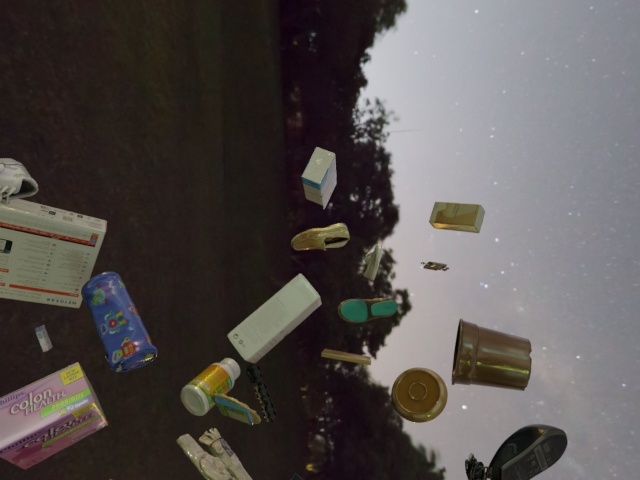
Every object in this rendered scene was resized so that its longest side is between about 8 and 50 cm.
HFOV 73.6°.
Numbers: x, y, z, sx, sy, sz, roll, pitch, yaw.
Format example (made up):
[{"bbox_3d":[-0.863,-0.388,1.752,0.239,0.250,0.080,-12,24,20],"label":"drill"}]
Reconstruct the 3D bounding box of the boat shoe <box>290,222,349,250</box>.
[{"bbox_3d":[0.000,0.000,1.364,0.068,0.190,0.072,71,1,-51],"label":"boat shoe"}]

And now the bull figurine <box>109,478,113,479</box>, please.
[{"bbox_3d":[-0.317,0.513,0.671,0.188,0.311,0.101,-8,112,-65],"label":"bull figurine"}]

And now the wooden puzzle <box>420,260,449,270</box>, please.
[{"bbox_3d":[0.313,0.071,1.166,0.049,0.083,0.006,106,-7,-68],"label":"wooden puzzle"}]

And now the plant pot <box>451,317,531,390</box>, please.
[{"bbox_3d":[0.418,0.287,1.052,0.167,0.165,0.166,7,90,-74],"label":"plant pot"}]

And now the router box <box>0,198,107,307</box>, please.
[{"bbox_3d":[-0.864,0.039,1.282,0.301,0.336,0.082,-61,-146,19],"label":"router box"}]

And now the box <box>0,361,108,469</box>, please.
[{"bbox_3d":[-0.690,0.452,1.095,0.117,0.214,0.243,52,-34,22],"label":"box"}]

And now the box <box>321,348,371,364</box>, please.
[{"bbox_3d":[0.109,0.478,1.759,0.164,0.201,0.021,60,39,-79],"label":"box"}]

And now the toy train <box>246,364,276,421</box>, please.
[{"bbox_3d":[-0.145,0.372,1.037,0.027,0.036,0.158,-36,113,-56],"label":"toy train"}]

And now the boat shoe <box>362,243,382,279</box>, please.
[{"bbox_3d":[0.211,0.085,1.756,0.184,0.063,0.066,96,14,-45],"label":"boat shoe"}]

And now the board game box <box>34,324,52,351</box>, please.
[{"bbox_3d":[-0.995,0.351,1.537,0.090,0.020,0.090,-15,-84,65],"label":"board game box"}]

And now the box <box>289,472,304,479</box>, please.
[{"bbox_3d":[-0.050,0.680,1.015,0.158,0.156,0.093,-61,166,14],"label":"box"}]

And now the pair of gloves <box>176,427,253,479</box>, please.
[{"bbox_3d":[-0.267,0.584,1.134,0.204,0.042,0.240,40,-10,22],"label":"pair of gloves"}]

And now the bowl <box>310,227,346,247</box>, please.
[{"bbox_3d":[0.034,-0.008,1.738,0.142,0.142,0.053,-136,-135,-67],"label":"bowl"}]

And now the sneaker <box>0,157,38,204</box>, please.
[{"bbox_3d":[-0.688,-0.121,0.895,0.091,0.094,0.258,40,11,-10],"label":"sneaker"}]

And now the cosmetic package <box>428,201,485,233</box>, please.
[{"bbox_3d":[0.324,-0.056,1.019,0.041,0.115,0.060,36,68,-46],"label":"cosmetic package"}]

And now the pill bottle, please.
[{"bbox_3d":[-0.448,0.599,1.785,0.246,0.137,0.136,-34,124,-57],"label":"pill bottle"}]

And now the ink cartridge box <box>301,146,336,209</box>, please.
[{"bbox_3d":[-0.001,-0.174,1.240,0.180,0.060,0.104,81,33,-70],"label":"ink cartridge box"}]

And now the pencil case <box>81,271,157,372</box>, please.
[{"bbox_3d":[-0.592,0.241,1.245,0.306,0.133,0.119,54,-8,23],"label":"pencil case"}]

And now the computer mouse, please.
[{"bbox_3d":[0.465,0.523,1.034,0.188,0.272,0.072,67,-9,-24],"label":"computer mouse"}]

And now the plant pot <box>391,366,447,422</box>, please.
[{"bbox_3d":[0.405,0.632,1.777,0.236,0.236,0.032,-99,165,-45],"label":"plant pot"}]

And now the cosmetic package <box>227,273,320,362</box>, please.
[{"bbox_3d":[-0.107,0.195,1.065,0.085,0.231,0.117,48,-10,15],"label":"cosmetic package"}]

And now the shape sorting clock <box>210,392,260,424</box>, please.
[{"bbox_3d":[-0.313,0.622,1.585,0.206,0.206,0.040,89,19,-50],"label":"shape sorting clock"}]

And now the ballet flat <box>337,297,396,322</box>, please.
[{"bbox_3d":[0.204,0.329,2.054,0.124,0.343,0.116,-12,-97,59],"label":"ballet flat"}]
